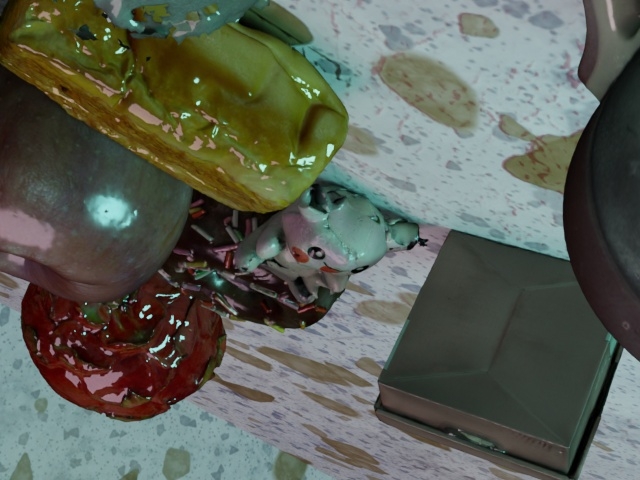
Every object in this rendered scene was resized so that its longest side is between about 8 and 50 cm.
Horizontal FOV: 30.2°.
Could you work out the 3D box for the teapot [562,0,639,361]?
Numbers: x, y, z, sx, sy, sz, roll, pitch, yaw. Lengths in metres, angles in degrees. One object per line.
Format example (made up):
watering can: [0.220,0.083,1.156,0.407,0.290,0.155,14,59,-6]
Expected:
teapot: [0.252,-0.094,0.603,0.315,0.233,0.312,48,159,13]

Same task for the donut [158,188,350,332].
donut: [-0.094,0.028,1.477,0.269,0.103,0.270,22,161,8]

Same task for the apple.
apple: [-0.269,-0.081,1.167,0.305,0.235,0.306,19,164,6]

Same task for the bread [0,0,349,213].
bread: [-0.124,-0.138,0.997,0.294,0.132,0.167,29,162,-21]

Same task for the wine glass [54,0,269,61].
wine glass: [-0.119,-0.257,0.587,0.190,0.190,0.357,15,155,22]

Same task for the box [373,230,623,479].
box: [0.190,0.112,1.200,0.215,0.215,0.086,17,151,21]

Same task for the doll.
doll: [0.000,0.000,1.283,0.149,0.095,0.192,29,148,-31]

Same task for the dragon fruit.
dragon fruit: [-0.276,0.117,1.684,0.277,0.277,0.342,17,156,17]
